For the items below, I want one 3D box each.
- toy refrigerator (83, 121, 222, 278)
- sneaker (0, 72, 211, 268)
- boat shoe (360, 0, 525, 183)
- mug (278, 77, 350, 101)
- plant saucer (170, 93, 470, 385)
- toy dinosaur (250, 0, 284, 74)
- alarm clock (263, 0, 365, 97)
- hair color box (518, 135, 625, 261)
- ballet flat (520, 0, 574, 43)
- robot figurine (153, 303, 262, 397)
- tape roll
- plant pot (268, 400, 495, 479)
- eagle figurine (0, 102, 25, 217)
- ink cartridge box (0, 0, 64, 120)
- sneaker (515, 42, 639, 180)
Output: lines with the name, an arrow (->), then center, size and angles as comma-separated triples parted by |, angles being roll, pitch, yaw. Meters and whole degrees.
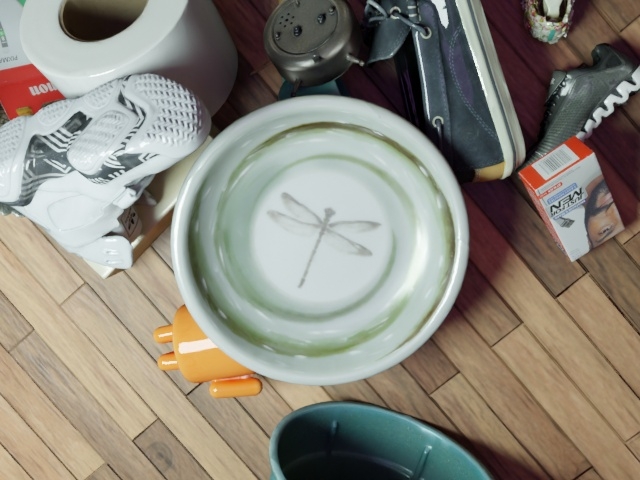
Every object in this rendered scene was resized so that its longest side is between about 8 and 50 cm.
toy refrigerator -> -0.256, -0.073, 1.077 | 0.269, 0.102, 0.094 | -44, 91, 10
sneaker -> -0.254, -0.078, 0.900 | 0.365, 0.210, 0.137 | -8, 53, 29
boat shoe -> 0.126, -0.300, 0.968 | 0.156, 0.187, 0.500 | -22, 100, 3
mug -> -0.008, -0.194, 1.028 | 0.097, 0.129, 0.158 | -24, 58, 12
plant saucer -> 0.000, 0.000, 0.979 | 0.400, 0.100, 0.400 | -1, 103, -2
toy dinosaur -> -0.039, -0.346, 1.047 | 0.112, 0.064, 0.212 | 1, 88, 18
alarm clock -> -0.018, -0.294, 0.963 | 0.129, 0.064, 0.192 | -23, 61, 11
hair color box -> 0.358, -0.055, 0.998 | 0.093, 0.053, 0.167 | -34, 130, 9
ballet flat -> 0.320, -0.400, 0.985 | 0.091, 0.077, 0.241 | -9, 96, 8
robot figurine -> -0.140, 0.149, 1.083 | 0.219, 0.158, 0.128 | -11, 137, 7
tape roll -> -0.254, -0.272, 0.965 | 0.246, 0.169, 0.246 | -6, 64, 13
plant pot -> 0.050, 0.468, 1.024 | 0.341, 0.341, 0.334 | 18, 108, 3
eagle figurine -> -0.524, -0.191, 1.029 | 0.298, 0.226, 0.225 | 35, 129, 23
ink cartridge box -> -0.409, -0.286, 1.030 | 0.056, 0.181, 0.225 | -25, 94, 46
sneaker -> 0.354, -0.188, 1.015 | 0.234, 0.078, 0.106 | -45, 86, 8
